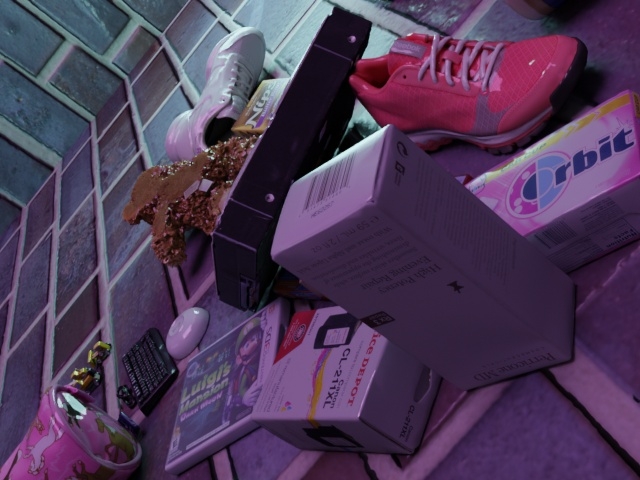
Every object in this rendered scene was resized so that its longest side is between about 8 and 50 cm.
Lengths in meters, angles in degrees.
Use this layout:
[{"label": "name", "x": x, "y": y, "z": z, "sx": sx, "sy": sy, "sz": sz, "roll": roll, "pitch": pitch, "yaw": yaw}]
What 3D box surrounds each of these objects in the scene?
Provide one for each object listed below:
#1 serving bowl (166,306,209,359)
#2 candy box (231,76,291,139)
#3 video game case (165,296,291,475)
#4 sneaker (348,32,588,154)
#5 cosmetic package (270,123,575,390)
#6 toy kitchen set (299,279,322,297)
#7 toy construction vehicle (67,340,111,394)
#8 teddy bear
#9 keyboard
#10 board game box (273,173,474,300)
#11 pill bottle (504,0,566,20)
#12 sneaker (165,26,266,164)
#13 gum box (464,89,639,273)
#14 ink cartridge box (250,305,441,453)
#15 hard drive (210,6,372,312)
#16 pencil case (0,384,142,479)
[{"label": "serving bowl", "x": -0.198, "y": 0.130, "z": 1.252, "sx": 0.083, "sy": 0.027, "sz": 0.083, "roll": -40, "pitch": 29, "yaw": 28}, {"label": "candy box", "x": -0.071, "y": -0.213, "z": 1.438, "sx": 0.109, "sy": 0.053, "sz": 0.187, "roll": -58, "pitch": 25, "yaw": -9}, {"label": "video game case", "x": -0.113, "y": 0.177, "z": 1.061, "sx": 0.190, "sy": 0.022, "sz": 0.173, "roll": -36, "pitch": 30, "yaw": 31}, {"label": "sneaker", "x": 0.140, "y": -0.170, "z": 0.942, "sx": 0.314, "sy": 0.136, "sz": 0.116, "roll": -5, "pitch": 54, "yaw": 57}, {"label": "cosmetic package", "x": 0.087, "y": 0.024, "z": 0.681, "sx": 0.117, "sy": 0.231, "sz": 0.085, "roll": -28, "pitch": 35, "yaw": 42}, {"label": "toy kitchen set", "x": 0.000, "y": 0.000, "z": 0.977, "sx": 0.075, "sy": 0.068, "sz": 0.083, "roll": -41, "pitch": 29, "yaw": 25}, {"label": "toy construction vehicle", "x": -0.398, "y": 0.222, "z": 1.459, "sx": 0.098, "sy": 0.035, "sz": 0.086, "roll": -44, "pitch": 27, "yaw": 19}, {"label": "teddy bear", "x": -0.176, "y": -0.069, "z": 1.400, "sx": 0.338, "sy": 0.113, "sz": 0.245, "roll": -22, "pitch": 47, "yaw": 35}, {"label": "keyboard", "x": -0.267, "y": 0.199, "z": 1.287, "sx": 0.108, "sy": 0.023, "sz": 0.180, "roll": -53, "pitch": 25, "yaw": 0}, {"label": "board game box", "x": 0.054, "y": 0.003, "z": 0.994, "sx": 0.281, "sy": 0.027, "sz": 0.145, "roll": -4, "pitch": 53, "yaw": 57}, {"label": "pill bottle", "x": 0.292, "y": -0.372, "z": 0.920, "sx": 0.265, "sy": 0.153, "sz": 0.153, "roll": -36, "pitch": 31, "yaw": 32}, {"label": "sneaker", "x": -0.164, "y": -0.263, "z": 1.621, "sx": 0.152, "sy": 0.114, "sz": 0.305, "roll": 11, "pitch": 71, "yaw": 47}, {"label": "gum box", "x": 0.212, "y": -0.038, "z": 0.743, "sx": 0.188, "sy": 0.062, "sz": 0.107, "roll": -32, "pitch": 33, "yaw": 37}, {"label": "ink cartridge box", "x": 0.028, "y": 0.129, "z": 0.829, "sx": 0.175, "sy": 0.072, "sz": 0.127, "roll": -16, "pitch": 44, "yaw": 52}, {"label": "hard drive", "x": -0.037, "y": -0.094, "z": 1.094, "sx": 0.237, "sy": 0.064, "sz": 0.339, "roll": 100, "pitch": -167, "yaw": -68}, {"label": "pencil case", "x": -0.405, "y": 0.376, "z": 1.147, "sx": 0.386, "sy": 0.160, "sz": 0.167, "roll": -51, "pitch": -3, "yaw": 6}]
